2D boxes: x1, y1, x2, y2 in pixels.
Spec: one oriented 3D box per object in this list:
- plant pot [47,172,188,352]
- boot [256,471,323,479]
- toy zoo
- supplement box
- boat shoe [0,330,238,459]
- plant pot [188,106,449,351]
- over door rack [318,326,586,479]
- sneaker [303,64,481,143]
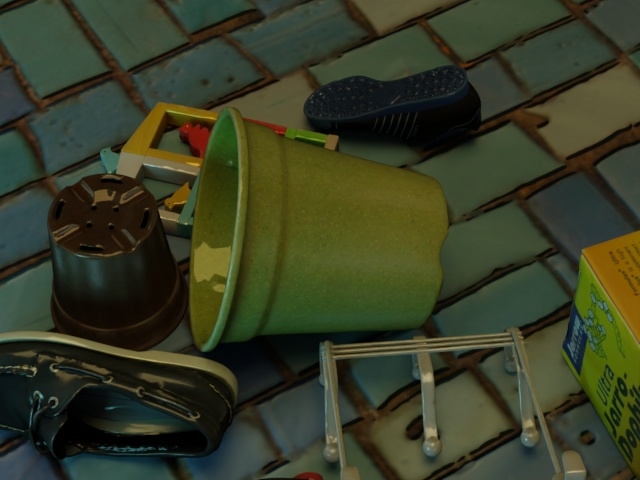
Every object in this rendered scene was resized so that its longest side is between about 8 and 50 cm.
[{"bbox_3d":[-0.242,0.019,1.702,0.167,0.165,0.167,0,51,0],"label":"plant pot"},{"bbox_3d":[0.021,0.325,1.508,0.244,0.088,0.176,13,51,15],"label":"boot"},{"bbox_3d":[-0.141,-0.083,1.866,0.293,0.030,0.192,12,53,10],"label":"toy zoo"},{"bbox_3d":[0.474,0.086,1.616,0.356,0.194,0.195,-18,53,-12],"label":"supplement box"},{"bbox_3d":[-0.263,0.186,1.596,0.340,0.127,0.113,8,40,-4],"label":"boat shoe"},{"bbox_3d":[0.000,0.000,1.664,0.254,0.276,0.276,6,50,-14],"label":"plant pot"},{"bbox_3d":[0.123,0.204,1.545,0.239,0.108,0.324,-5,24,-3],"label":"over door rack"},{"bbox_3d":[0.095,-0.163,1.902,0.232,0.090,0.081,-4,49,25],"label":"sneaker"}]
